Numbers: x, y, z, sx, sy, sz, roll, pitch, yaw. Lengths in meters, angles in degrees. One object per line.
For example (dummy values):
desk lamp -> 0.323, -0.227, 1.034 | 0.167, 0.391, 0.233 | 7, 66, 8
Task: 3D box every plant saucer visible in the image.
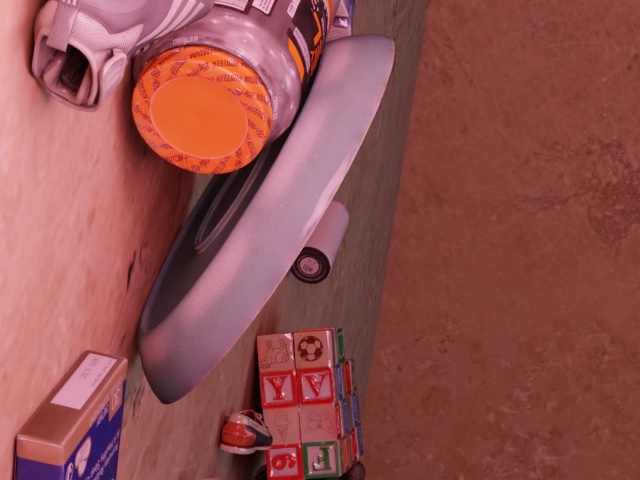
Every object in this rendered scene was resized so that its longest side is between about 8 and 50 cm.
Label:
plant saucer -> -0.051, -0.027, 1.188 | 0.317, 0.044, 0.317 | -54, -167, 18

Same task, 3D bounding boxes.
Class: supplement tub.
supplement tub -> -0.059, -0.137, 1.107 | 0.190, 0.117, 0.117 | -71, 170, -48

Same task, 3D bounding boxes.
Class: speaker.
speaker -> 0.000, 0.000, 2.055 | 0.136, 0.055, 0.055 | -68, 167, -59

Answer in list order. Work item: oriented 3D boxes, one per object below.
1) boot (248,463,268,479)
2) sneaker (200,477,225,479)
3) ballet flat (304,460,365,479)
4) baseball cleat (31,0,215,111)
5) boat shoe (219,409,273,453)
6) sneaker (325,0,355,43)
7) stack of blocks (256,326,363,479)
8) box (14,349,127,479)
boot -> -0.071, 0.324, 1.939 | 0.258, 0.095, 0.123 | 94, -3, -60
sneaker -> -0.108, 0.392, 1.618 | 0.131, 0.148, 0.350 | -25, 112, -36
ballet flat -> 0.017, 0.315, 1.996 | 0.250, 0.084, 0.058 | 36, 31, -84
baseball cleat -> -0.118, -0.127, 0.914 | 0.109, 0.072, 0.206 | -66, 170, 6
boat shoe -> -0.080, 0.209, 1.777 | 0.137, 0.049, 0.043 | 15, 84, -78
sneaker -> -0.003, -0.305, 1.347 | 0.315, 0.127, 0.182 | 103, -2, -57
stack of blocks -> -0.008, 0.196, 1.989 | 0.297, 0.087, 0.171 | 25, 60, -83
box -> -0.171, 0.201, 1.066 | 0.136, 0.037, 0.225 | -62, 163, -68
